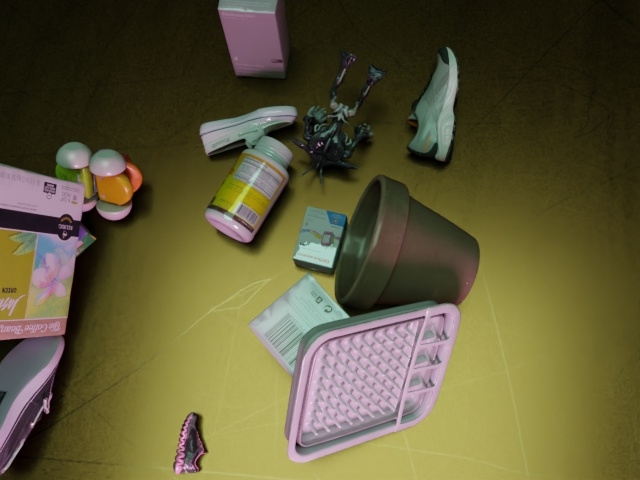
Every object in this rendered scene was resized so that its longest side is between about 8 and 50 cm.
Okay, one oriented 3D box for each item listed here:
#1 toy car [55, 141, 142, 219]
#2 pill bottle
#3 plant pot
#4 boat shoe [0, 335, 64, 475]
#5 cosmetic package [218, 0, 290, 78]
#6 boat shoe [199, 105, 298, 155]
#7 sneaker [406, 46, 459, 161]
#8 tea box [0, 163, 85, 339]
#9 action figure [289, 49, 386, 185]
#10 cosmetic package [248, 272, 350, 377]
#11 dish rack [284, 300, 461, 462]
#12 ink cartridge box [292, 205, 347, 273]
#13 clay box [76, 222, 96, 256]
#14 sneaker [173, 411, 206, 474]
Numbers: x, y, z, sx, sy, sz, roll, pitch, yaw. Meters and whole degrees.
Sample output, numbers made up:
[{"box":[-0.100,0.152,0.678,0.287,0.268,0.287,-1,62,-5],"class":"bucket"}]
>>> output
[{"box":[-0.477,-0.144,1.435,0.182,0.159,0.136,13,39,8],"class":"toy car"},{"box":[-0.145,-0.112,1.401,0.117,0.117,0.215,27,76,12],"class":"pill bottle"},{"box":[0.175,0.029,1.288,0.229,0.263,0.263,17,73,-10],"class":"plant pot"},{"box":[-0.588,0.321,1.300,0.113,0.105,0.306,-1,47,15],"class":"boat shoe"},{"box":[-0.140,-0.465,1.450,0.127,0.238,0.107,5,73,6],"class":"cosmetic package"},{"box":[-0.155,-0.239,1.472,0.226,0.083,0.075,-11,83,12],"class":"boat shoe"},{"box":[0.249,-0.306,1.447,0.108,0.100,0.271,6,73,12],"class":"sneaker"},{"box":[-0.649,0.015,1.236,0.220,0.329,0.323,7,89,18],"class":"tea box"},{"box":[0.042,-0.257,1.429,0.164,0.141,0.275,26,102,3],"class":"action figure"},{"box":[-0.020,0.182,1.263,0.151,0.183,0.151,-41,74,-7],"class":"cosmetic package"},{"box":[0.083,0.235,1.172,0.333,0.285,0.072,-9,33,-32],"class":"dish rack"},{"box":[0.000,0.000,1.389,0.089,0.052,0.122,13,75,8],"class":"ink cartridge box"},{"box":[-0.613,-0.041,1.445,0.127,0.053,0.222,-44,75,-9],"class":"clay box"},{"box":[-0.250,0.398,1.290,0.057,0.047,0.119,13,74,-12],"class":"sneaker"}]
